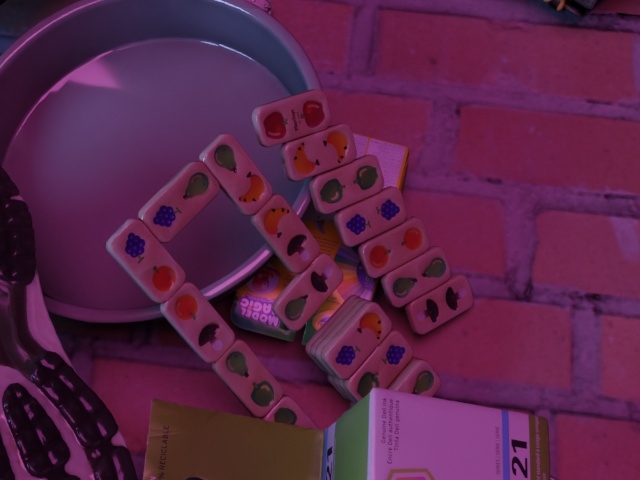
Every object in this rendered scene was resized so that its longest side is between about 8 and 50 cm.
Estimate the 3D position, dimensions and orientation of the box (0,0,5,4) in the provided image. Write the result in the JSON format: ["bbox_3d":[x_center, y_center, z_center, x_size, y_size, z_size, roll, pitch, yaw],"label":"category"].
[{"bbox_3d":[-0.378,-0.357,0.985,0.395,0.212,0.293,35,68,24],"label":"box"}]

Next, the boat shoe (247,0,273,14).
[{"bbox_3d":[-0.058,-0.198,1.072,0.035,0.035,0.100,-29,65,-11],"label":"boat shoe"}]

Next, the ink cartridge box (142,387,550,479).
[{"bbox_3d":[0.015,0.195,0.819,0.255,0.097,0.189,12,61,-18],"label":"ink cartridge box"}]

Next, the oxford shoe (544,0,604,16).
[{"bbox_3d":[0.185,-0.261,1.065,0.363,0.130,0.133,-3,79,1],"label":"oxford shoe"}]

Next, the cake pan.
[{"bbox_3d":[-0.136,-0.065,0.975,0.293,0.054,0.293,-3,64,7],"label":"cake pan"}]

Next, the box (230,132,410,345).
[{"bbox_3d":[0.000,0.000,0.986,0.105,0.043,0.179,15,65,3],"label":"box"}]

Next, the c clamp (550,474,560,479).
[{"bbox_3d":[0.164,0.237,0.903,0.137,0.022,0.161,39,71,14],"label":"c clamp"}]

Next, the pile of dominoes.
[{"bbox_3d":[0.000,0.027,0.894,0.196,0.040,0.251,-47,117,-18],"label":"pile of dominoes"}]

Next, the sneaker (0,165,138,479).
[{"bbox_3d":[-0.244,0.132,0.857,0.158,0.182,0.410,-3,61,-34],"label":"sneaker"}]
